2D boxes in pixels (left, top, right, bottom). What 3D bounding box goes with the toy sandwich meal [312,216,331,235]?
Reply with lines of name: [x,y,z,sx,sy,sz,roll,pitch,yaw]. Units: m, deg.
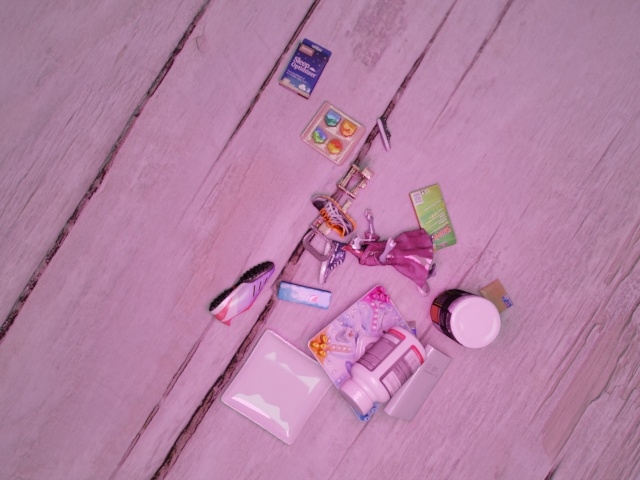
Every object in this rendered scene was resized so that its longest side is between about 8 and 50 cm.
toy sandwich meal: [0.006,-0.056,1.898,0.086,0.029,0.085,0,90,-2]

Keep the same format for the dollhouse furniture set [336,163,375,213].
dollhouse furniture set: [0.115,-0.213,1.837,0.101,0.161,0.181,35,88,-1]

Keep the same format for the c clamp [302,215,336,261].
c clamp: [0.000,0.000,1.859,0.137,0.022,0.160,-43,74,3]

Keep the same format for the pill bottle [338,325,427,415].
pill bottle: [0.224,0.478,1.691,0.319,0.176,0.176,-39,91,-20]

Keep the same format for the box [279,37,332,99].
box: [-0.059,-0.711,1.898,0.137,0.036,0.225,27,88,-1]

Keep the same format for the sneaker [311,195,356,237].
sneaker: [0.046,-0.098,1.860,0.215,0.084,0.083,39,55,-1]

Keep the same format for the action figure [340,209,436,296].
action figure: [0.265,0.050,1.852,0.371,0.248,0.275,1,123,0]

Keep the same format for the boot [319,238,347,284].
boot: [0.052,0.093,1.878,0.086,0.069,0.189,12,89,4]

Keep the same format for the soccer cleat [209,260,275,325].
soccer cleat: [-0.295,0.210,1.863,0.318,0.108,0.116,-40,111,-3]

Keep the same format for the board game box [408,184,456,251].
board game box: [0.465,-0.090,1.910,0.124,0.039,0.259,-18,88,-1]

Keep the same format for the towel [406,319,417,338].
towel: [0.368,0.373,1.917,0.060,0.009,0.083,-4,90,-3]

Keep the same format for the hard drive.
hard drive: [0.392,0.570,1.840,0.307,0.040,0.203,-55,136,-1]

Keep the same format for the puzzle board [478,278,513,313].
puzzle board: [0.732,0.239,1.928,0.097,0.011,0.128,-31,91,-3]

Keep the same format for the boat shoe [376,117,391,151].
boat shoe: [0.268,-0.438,1.900,0.040,0.049,0.142,-17,88,-2]

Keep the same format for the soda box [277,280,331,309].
soda box: [-0.065,0.221,1.876,0.210,0.067,0.071,13,90,-1]

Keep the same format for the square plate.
square plate: [-0.167,0.592,1.880,0.344,0.049,0.347,34,89,-2]

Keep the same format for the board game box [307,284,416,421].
board game box: [0.205,0.437,1.811,0.390,0.050,0.389,-36,97,-20]

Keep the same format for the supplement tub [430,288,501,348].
supplement tub: [0.538,0.288,1.770,0.194,0.316,0.193,0,91,-2]

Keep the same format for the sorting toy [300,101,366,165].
sorting toy: [0.054,-0.438,1.897,0.208,0.038,0.193,35,89,-1]
